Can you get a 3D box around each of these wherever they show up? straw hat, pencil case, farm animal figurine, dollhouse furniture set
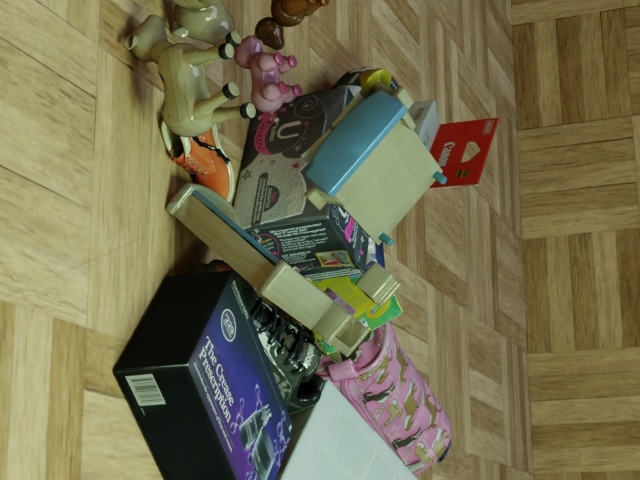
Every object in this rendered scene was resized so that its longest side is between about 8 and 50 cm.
[{"bbox_3d":[-0.034,0.142,1.863,0.144,0.061,0.144,51,8,-10],"label":"straw hat"},{"bbox_3d":[0.093,0.245,2.060,0.167,0.160,0.386,43,-11,41],"label":"pencil case"},{"bbox_3d":[-0.151,-0.300,1.567,0.327,0.172,0.330,60,36,-23],"label":"farm animal figurine"},{"bbox_3d":[0.013,-0.061,1.627,0.303,0.198,0.286,-49,146,-1],"label":"dollhouse furniture set"}]

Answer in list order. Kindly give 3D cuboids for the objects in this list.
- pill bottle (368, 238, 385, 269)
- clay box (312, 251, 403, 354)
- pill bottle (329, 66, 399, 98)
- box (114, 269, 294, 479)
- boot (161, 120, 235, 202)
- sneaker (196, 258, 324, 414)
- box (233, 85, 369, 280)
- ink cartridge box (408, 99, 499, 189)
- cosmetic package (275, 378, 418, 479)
[{"bbox_3d":[0.060,0.032,2.112,0.094,0.094,0.170,4,80,-69],"label":"pill bottle"},{"bbox_3d":[0.027,0.067,1.833,0.222,0.127,0.053,61,1,40],"label":"clay box"},{"bbox_3d":[0.067,-0.218,2.152,0.246,0.130,0.131,-57,137,-60],"label":"pill bottle"},{"bbox_3d":[-0.133,0.196,1.545,0.184,0.103,0.261,-72,149,-53],"label":"box"},{"bbox_3d":[-0.161,-0.103,1.630,0.084,0.059,0.158,-46,129,-47],"label":"boot"},{"bbox_3d":[-0.073,0.130,1.673,0.098,0.135,0.276,-70,146,-47],"label":"sneaker"},{"bbox_3d":[-0.020,-0.079,1.831,0.142,0.163,0.247,57,33,-45],"label":"box"},{"bbox_3d":[0.184,-0.173,2.294,0.275,0.238,0.060,-64,143,-55],"label":"ink cartridge box"},{"bbox_3d":[0.011,0.416,1.690,0.284,0.097,0.377,48,38,-15],"label":"cosmetic package"}]
